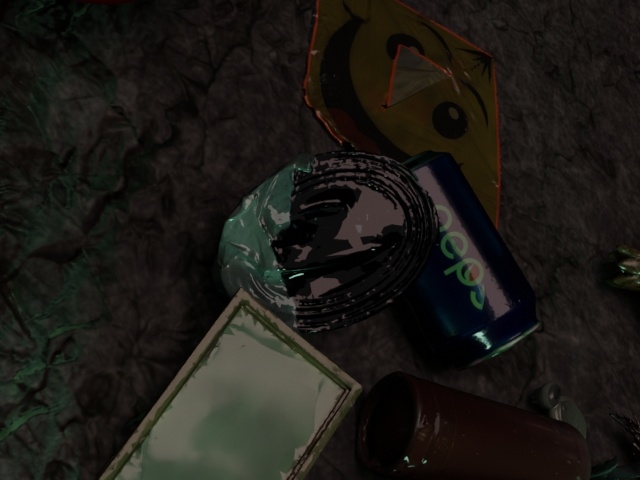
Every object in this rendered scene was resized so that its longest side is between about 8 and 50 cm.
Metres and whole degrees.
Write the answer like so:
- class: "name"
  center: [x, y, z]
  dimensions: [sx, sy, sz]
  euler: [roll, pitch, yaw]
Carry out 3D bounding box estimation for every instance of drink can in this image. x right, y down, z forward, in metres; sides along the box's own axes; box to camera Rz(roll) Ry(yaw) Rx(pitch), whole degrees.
- class: "drink can"
  center: [0.124, 0.019, 0.902]
  dimensions: [0.118, 0.118, 0.204]
  euler: [-25, 82, -41]

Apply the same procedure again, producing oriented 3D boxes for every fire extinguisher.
- class: "fire extinguisher"
  center: [0.172, 0.198, 0.852]
  dimensions: [0.269, 0.105, 0.104]
  euler: [21, 56, -26]

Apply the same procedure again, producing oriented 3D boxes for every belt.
- class: "belt"
  center: [0.000, 0.000, 0.798]
  dimensions: [0.199, 0.078, 0.151]
  euler: [-23, 94, -9]

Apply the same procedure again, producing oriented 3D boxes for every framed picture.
- class: "framed picture"
  center: [-0.070, 0.156, 0.723]
  dimensions: [0.136, 0.010, 0.201]
  euler: [40, 68, -12]

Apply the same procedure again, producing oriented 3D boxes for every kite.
- class: "kite"
  center: [0.117, -0.169, 1.065]
  dimensions: [0.327, 0.013, 0.377]
  euler: [-33, 87, -42]

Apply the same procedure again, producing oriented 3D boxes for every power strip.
- class: "power strip"
  center: [0.250, 0.186, 0.969]
  dimensions: [0.083, 0.035, 0.055]
  euler: [56, 47, -16]

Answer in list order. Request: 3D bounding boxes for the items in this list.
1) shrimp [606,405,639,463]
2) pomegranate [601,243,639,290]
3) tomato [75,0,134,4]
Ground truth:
- class: "shrimp"
  center: [0.397, 0.252, 1.006]
  dimensions: [0.233, 0.079, 0.090]
  euler: [37, 46, -8]
- class: "pomegranate"
  center: [0.448, 0.042, 1.109]
  dimensions: [0.205, 0.159, 0.159]
  euler: [7, 60, -5]
- class: "tomato"
  center: [-0.182, -0.340, 0.798]
  dimensions: [0.299, 0.226, 0.298]
  euler: [23, 49, -30]
